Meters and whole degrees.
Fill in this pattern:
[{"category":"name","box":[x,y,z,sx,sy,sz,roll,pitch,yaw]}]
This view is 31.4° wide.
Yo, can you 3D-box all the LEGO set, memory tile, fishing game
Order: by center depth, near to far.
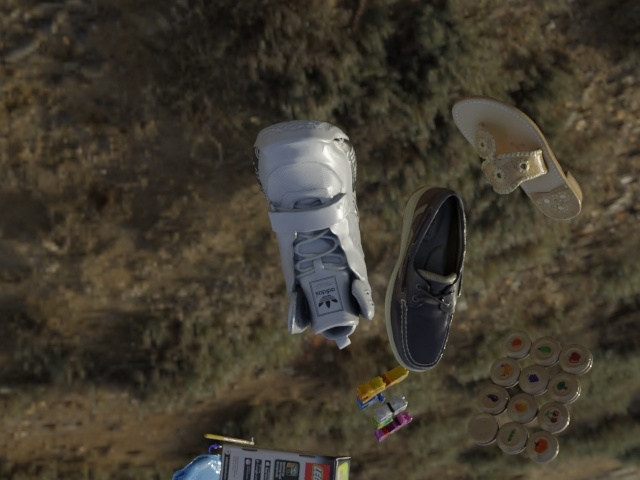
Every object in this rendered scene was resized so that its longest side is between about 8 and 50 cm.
[{"category":"memory tile","box":[0.241,0.178,1.317,0.113,0.148,0.012,14,161,33]},{"category":"LEGO set","box":[0.119,0.269,1.951,0.093,0.087,0.227,-30,163,-8]},{"category":"fishing game","box":[-0.231,0.463,2.054,0.189,0.041,0.264,16,100,-50]}]

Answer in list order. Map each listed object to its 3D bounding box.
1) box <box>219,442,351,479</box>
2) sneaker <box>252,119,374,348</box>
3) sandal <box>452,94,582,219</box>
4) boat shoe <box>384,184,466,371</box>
[{"category":"box","box":[-0.039,0.288,0.997,0.114,0.207,0.036,3,173,23]},{"category":"sneaker","box":[0.000,0.000,1.554,0.137,0.210,0.366,-11,151,3]},{"category":"sandal","box":[0.255,-0.085,1.449,0.088,0.079,0.240,-23,129,39]},{"category":"boat shoe","box":[0.164,0.057,1.708,0.103,0.285,0.092,9,177,-14]}]
